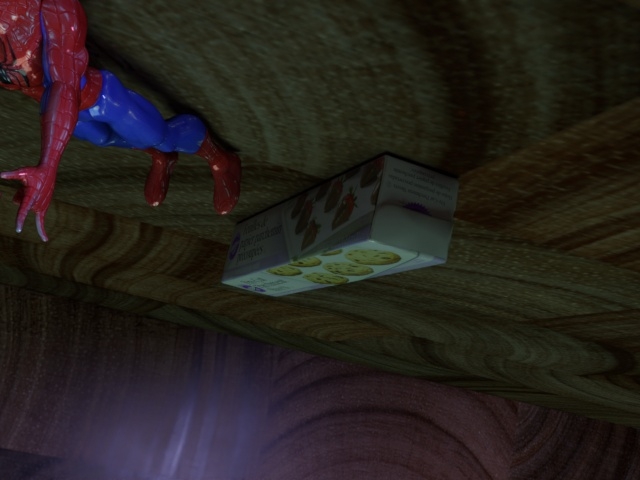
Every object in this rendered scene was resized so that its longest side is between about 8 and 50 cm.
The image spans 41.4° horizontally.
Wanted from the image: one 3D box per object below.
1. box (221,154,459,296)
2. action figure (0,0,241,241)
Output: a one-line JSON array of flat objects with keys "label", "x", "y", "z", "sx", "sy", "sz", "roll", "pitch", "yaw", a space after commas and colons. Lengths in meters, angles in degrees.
[{"label": "box", "x": 0.000, "y": 0.000, "z": 0.708, "sx": 0.067, "sy": 0.063, "sz": 0.324, "roll": 18, "pitch": 166, "yaw": -22}, {"label": "action figure", "x": -0.139, "y": -0.046, "z": 0.488, "sx": 0.091, "sy": 0.139, "sz": 0.280, "roll": 5, "pitch": 163, "yaw": 19}]
